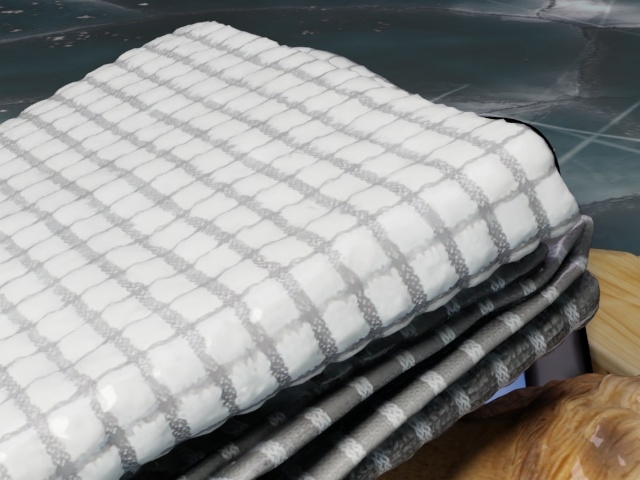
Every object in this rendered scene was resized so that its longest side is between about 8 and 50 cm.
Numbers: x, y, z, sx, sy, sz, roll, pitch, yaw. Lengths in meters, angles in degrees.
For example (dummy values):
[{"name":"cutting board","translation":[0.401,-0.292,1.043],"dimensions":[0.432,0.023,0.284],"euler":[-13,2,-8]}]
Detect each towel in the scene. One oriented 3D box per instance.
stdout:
[{"name":"towel","translation":[-0.058,0.024,0.533],"dimensions":[0.235,0.121,0.284],"euler":[-32,30,-21]}]

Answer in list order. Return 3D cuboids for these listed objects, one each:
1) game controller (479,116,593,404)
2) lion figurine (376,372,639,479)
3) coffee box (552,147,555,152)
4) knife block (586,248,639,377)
[{"name":"game controller","translation":[0.057,0.048,0.735],"dimensions":[0.167,0.067,0.319],"euler":[-13,44,14]},{"name":"lion figurine","translation":[0.007,0.116,0.557],"dimensions":[0.392,0.142,0.240],"euler":[16,52,26]},{"name":"coffee box","translation":[0.000,0.000,0.957],"dimensions":[0.297,0.118,0.168],"euler":[-14,23,-26]},{"name":"knife block","translation":[0.175,0.090,0.741],"dimensions":[0.276,0.088,0.242],"euler":[6,22,22]}]
